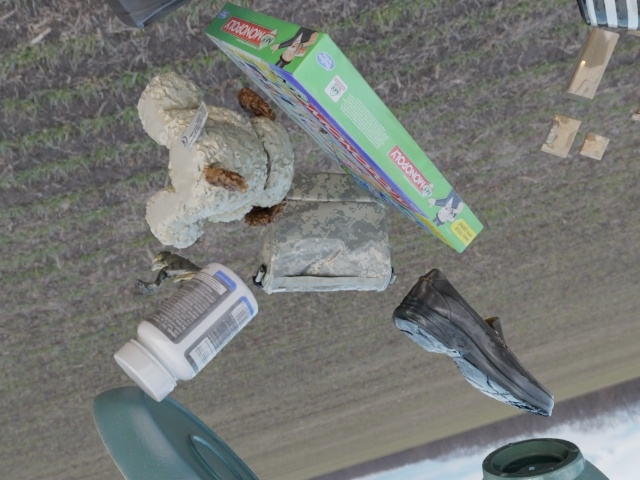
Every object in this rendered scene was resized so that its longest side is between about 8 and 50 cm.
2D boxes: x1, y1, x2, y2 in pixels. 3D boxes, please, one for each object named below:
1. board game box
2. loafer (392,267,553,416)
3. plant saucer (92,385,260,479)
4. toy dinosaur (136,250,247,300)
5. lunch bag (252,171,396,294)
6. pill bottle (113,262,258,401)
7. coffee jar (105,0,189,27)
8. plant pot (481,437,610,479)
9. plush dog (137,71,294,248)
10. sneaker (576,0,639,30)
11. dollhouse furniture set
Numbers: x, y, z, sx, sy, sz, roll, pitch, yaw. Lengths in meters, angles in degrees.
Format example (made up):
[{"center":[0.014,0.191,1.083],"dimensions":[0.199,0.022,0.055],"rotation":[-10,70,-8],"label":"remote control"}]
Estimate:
[{"center":[0.033,-0.119,0.586],"dimensions":[0.046,0.213,0.317],"rotation":[-50,132,3],"label":"board game box"},{"center":[0.147,0.093,0.468],"dimensions":[0.061,0.170,0.062],"rotation":[-54,-170,-19],"label":"loafer"},{"center":[-0.127,0.273,0.603],"dimensions":[0.044,0.317,0.318],"rotation":[-45,160,-14],"label":"plant saucer"},{"center":[-0.283,0.078,1.046],"dimensions":[0.118,0.268,0.064],"rotation":[-45,136,-36],"label":"toy dinosaur"},{"center":[0.000,0.000,1.182],"dimensions":[0.304,0.256,0.213],"rotation":[2,135,-14],"label":"lunch bag"},{"center":[-0.137,0.094,0.545],"dimensions":[0.137,0.078,0.078],"rotation":[-44,169,-28],"label":"pill bottle"},{"center":[-0.168,-0.276,0.426],"dimensions":[0.096,0.079,0.184],"rotation":[-40,131,-16],"label":"coffee jar"},{"center":[0.399,0.476,0.931],"dimensions":[0.292,0.196,0.293],"rotation":[-17,175,-2],"label":"plant pot"},{"center":[-0.126,-0.119,0.800],"dimensions":[0.210,0.263,0.225],"rotation":[11,-160,34],"label":"plush dog"},{"center":[0.360,-0.406,0.501],"dimensions":[0.257,0.169,0.448],"rotation":[-3,137,6],"label":"sneaker"},{"center":[0.643,-0.257,0.971],"dimensions":[0.174,0.355,0.303],"rotation":[-27,137,-67],"label":"dollhouse furniture set"}]
